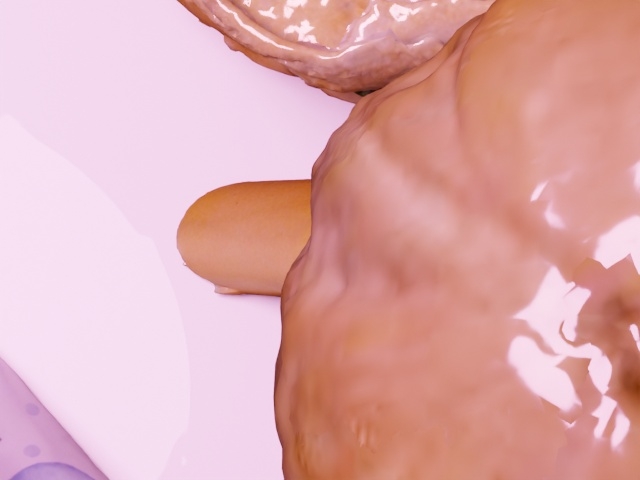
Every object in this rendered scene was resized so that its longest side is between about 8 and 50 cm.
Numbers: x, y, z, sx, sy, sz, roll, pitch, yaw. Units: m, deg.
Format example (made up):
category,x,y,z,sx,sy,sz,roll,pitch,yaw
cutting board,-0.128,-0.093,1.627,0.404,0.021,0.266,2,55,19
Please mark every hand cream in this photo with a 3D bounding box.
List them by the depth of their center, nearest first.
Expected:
category,x,y,z,sx,sy,sz,roll,pitch,yaw
hand cream,-0.109,0.108,0.748,0.142,0.053,0.084,38,80,18

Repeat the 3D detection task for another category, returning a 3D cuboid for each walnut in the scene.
category,x,y,z,sx,sy,sz,roll,pitch,yaw
walnut,0.135,0.047,0.622,0.333,0.333,0.332,0,77,0

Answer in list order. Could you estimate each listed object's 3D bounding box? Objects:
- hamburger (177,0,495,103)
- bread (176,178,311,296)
category,x,y,z,sx,sy,sz,roll,pitch,yaw
hamburger,0.031,-0.175,0.765,0.286,0.146,0.243,38,86,2
bread,0.000,0.000,0.774,0.062,0.103,0.049,9,86,-42
